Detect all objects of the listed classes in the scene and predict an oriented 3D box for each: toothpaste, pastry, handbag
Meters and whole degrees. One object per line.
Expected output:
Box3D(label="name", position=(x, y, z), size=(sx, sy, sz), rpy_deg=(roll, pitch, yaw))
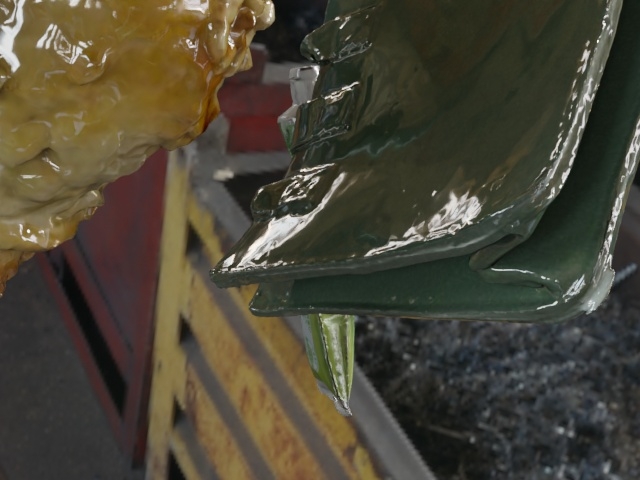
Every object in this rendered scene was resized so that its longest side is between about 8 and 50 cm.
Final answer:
Box3D(label="toothpaste", position=(0.000, 0.000, 0.941), size=(0.047, 0.247, 0.078), rpy_deg=(-7, 9, -15))
Box3D(label="pastry", position=(-0.125, -0.113, 0.612), size=(0.162, 0.311, 0.255), rpy_deg=(25, 33, -34))
Box3D(label="handbag", position=(0.069, -0.073, 0.744), size=(0.260, 0.079, 0.247), rpy_deg=(-8, 51, 47))
